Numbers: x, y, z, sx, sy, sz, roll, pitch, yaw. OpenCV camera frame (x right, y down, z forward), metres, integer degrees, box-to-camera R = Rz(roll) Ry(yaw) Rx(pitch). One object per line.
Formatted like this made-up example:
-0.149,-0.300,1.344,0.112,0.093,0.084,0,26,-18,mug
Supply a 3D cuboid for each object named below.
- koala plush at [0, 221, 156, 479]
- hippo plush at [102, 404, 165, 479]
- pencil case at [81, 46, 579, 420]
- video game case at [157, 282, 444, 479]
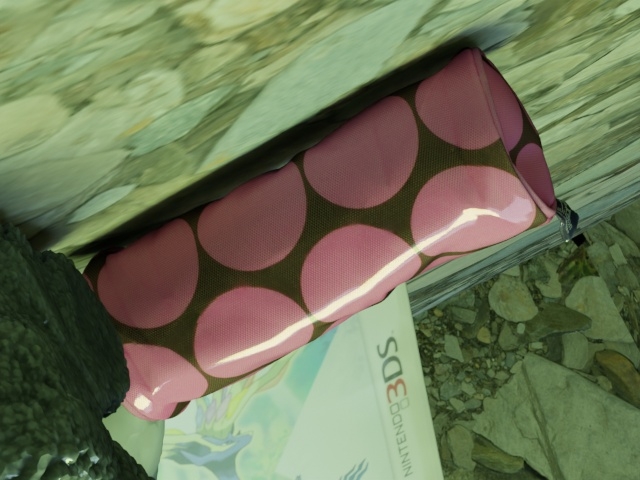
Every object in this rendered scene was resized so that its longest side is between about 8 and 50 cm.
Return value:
-0.164,0.113,0.609,0.221,0.196,0.203,-27,163,0,koala plush
-0.131,0.196,1.076,0.294,0.237,0.234,-27,169,8,hippo plush
0.000,0.000,0.774,0.209,0.095,0.098,-26,-169,12,pencil case
-0.064,0.177,1.340,0.329,0.300,0.036,-26,-142,-16,video game case
